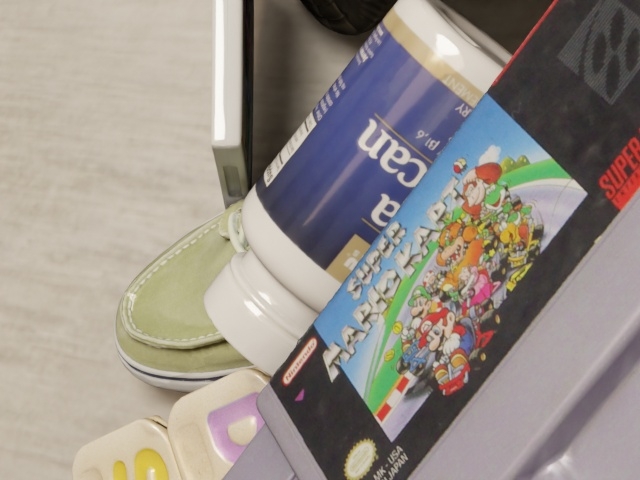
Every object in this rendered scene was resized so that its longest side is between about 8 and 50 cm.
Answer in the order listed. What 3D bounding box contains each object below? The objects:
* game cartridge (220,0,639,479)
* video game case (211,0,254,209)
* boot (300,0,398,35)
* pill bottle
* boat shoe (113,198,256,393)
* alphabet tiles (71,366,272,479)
[{"bbox_3d":[0.100,0.042,0.551,0.355,0.068,0.230,-54,44,15],"label":"game cartridge"},{"bbox_3d":[-0.049,-0.108,0.860,0.019,0.143,0.157,0,77,0],"label":"video game case"},{"bbox_3d":[0.107,-0.239,0.794,0.284,0.138,0.377,-34,10,-10],"label":"boot"},{"bbox_3d":[0.024,-0.018,0.686,0.169,0.094,0.094,-52,50,15],"label":"pill bottle"},{"bbox_3d":[0.000,0.000,0.813,0.302,0.094,0.109,-22,59,27],"label":"boat shoe"},{"bbox_3d":[-0.030,0.212,0.728,0.278,0.021,0.284,-26,76,31],"label":"alphabet tiles"}]
